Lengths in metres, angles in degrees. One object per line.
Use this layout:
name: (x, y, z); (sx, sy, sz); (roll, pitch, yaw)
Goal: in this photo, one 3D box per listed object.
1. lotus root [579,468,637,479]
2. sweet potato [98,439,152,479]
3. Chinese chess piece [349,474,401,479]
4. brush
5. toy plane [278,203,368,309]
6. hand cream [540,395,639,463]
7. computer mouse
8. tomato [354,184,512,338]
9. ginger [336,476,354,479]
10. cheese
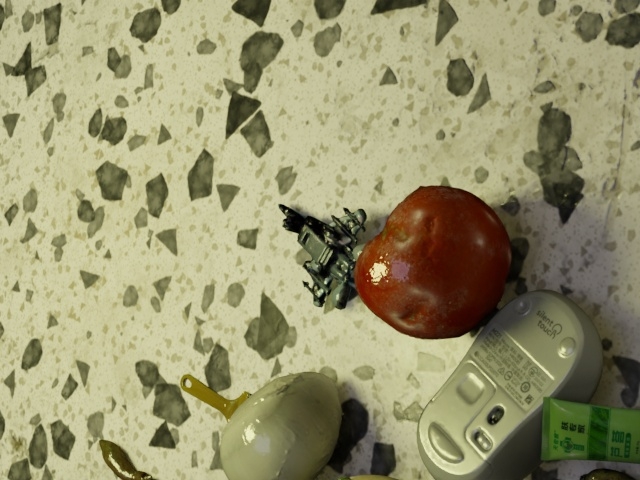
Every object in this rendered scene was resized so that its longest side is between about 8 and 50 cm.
lotus root: (0.368, 0.313, 1.648); (0.099, 0.054, 0.049); (19, 106, 42)
sweet potato: (-0.345, 0.392, 2.286); (0.153, 0.038, 0.041); (29, 125, 39)
Chinese chess piece: (0.073, 0.461, 1.856); (0.257, 0.104, 0.257); (-7, 79, 40)
brush: (-0.168, 0.269, 2.166); (0.205, 0.011, 0.083); (24, 100, 42)
toy plane: (-0.006, -0.001, 2.018); (0.246, 0.078, 0.169); (40, 110, 38)
hand cream: (0.362, 0.241, 1.621); (0.175, 0.046, 0.095); (3, 117, 10)
computer mouse: (0.258, 0.211, 1.722); (0.297, 0.121, 0.184); (-53, 40, 3)
tomato: (0.161, 0.034, 1.781); (0.189, 0.232, 0.232); (39, 112, 8)
ginger: (0.024, 0.400, 1.787); (0.290, 0.089, 0.137); (-30, 82, 39)
cheese: (-0.063, 0.303, 1.963); (0.154, 0.189, 0.198); (49, 121, 0)
